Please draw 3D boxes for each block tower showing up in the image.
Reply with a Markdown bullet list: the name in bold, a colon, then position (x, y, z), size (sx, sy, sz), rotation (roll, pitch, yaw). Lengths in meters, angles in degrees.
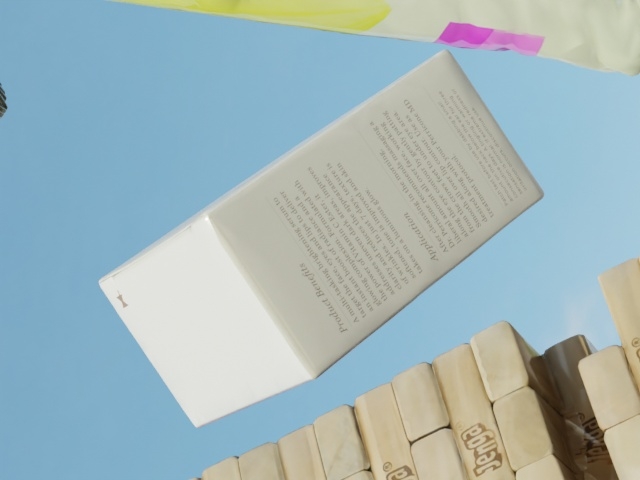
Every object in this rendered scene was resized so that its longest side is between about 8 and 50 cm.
- **block tower**: position (0.112, 0.073, 0.657), size (0.091, 0.335, 0.097), rotation (44, -155, -48)

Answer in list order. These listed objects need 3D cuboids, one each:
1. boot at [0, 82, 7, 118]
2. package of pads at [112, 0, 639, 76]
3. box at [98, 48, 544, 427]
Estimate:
- **boot**: position (-0.317, -0.026, 1.166), size (0.089, 0.236, 0.269), rotation (33, -79, -26)
- **package of pads**: position (-0.031, -0.180, 0.545), size (0.101, 0.296, 0.229), rotation (128, 141, -51)
- **box**: position (0.000, 0.000, 0.897), size (0.170, 0.130, 0.091), rotation (-36, -85, -32)
